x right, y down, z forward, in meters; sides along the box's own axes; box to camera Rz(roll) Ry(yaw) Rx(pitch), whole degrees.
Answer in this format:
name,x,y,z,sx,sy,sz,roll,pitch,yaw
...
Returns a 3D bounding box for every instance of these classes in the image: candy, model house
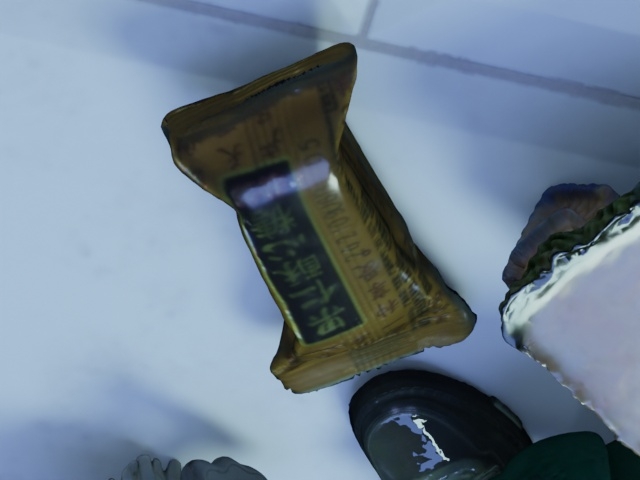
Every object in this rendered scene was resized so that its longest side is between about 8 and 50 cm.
name,x,y,z,sx,sy,sz,roll,pitch,yaw
candy,0.000,0.000,1.087,0.143,0.101,0.271,-20,134,8
model house,0.217,0.009,1.060,0.166,0.172,0.183,43,110,-15

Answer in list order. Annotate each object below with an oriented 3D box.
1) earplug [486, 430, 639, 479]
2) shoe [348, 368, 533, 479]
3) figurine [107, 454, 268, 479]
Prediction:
name,x,y,z,sx,sy,sz,roll,pitch,yaw
earplug,0.239,0.165,1.137,0.280,0.164,0.257,2,111,-2
shoe,0.122,0.226,1.240,0.109,0.149,0.293,-27,126,22
figurine,-0.189,0.293,1.277,0.387,0.166,0.207,-39,159,24
